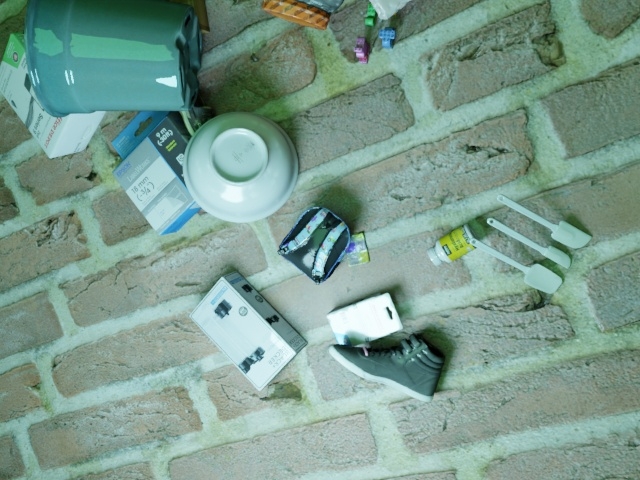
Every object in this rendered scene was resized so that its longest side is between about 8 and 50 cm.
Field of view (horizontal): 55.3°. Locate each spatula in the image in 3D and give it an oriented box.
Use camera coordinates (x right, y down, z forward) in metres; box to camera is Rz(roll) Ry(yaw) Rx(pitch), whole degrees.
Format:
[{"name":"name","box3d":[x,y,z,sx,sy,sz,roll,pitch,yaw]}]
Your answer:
[{"name":"spatula","box3d":[0.479,0.007,1.411,0.242,0.019,0.168,27,110,-6]}]

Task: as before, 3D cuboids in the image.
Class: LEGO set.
[{"name":"LEGO set","box3d":[0.138,-0.538,1.443,0.087,0.093,0.227,10,101,17]}]

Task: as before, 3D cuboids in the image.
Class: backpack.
[{"name":"backpack","box3d":[0.000,0.000,1.555,0.158,0.117,0.173,38,108,11]}]

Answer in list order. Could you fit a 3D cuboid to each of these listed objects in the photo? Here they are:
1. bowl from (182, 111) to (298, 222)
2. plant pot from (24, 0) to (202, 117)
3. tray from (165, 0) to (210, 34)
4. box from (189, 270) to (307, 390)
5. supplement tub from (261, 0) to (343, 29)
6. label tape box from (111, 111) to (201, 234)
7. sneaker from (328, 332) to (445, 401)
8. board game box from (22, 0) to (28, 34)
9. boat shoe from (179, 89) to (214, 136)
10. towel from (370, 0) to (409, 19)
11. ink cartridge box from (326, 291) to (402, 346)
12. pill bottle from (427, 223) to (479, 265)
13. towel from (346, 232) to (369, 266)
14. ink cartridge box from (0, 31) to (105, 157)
[{"name":"bowl","box3d":[-0.201,-0.196,1.526,0.298,0.134,0.297,0,86,-5]},{"name":"plant pot","box3d":[-0.481,-0.457,1.499,0.334,0.341,0.340,6,100,0]},{"name":"tray","box3d":[-0.514,-0.628,1.666,0.411,0.076,0.202,-7,96,19]},{"name":"box","box3d":[-0.198,0.245,1.675,0.290,0.087,0.169,46,109,8]},{"name":"supplement tub","box3d":[-0.015,-0.680,1.415,0.207,0.207,0.337,21,105,15]},{"name":"label tape box","box3d":[-0.442,-0.217,1.683,0.241,0.106,0.333,-40,84,19]},{"name":"sneaker","box3d":[0.176,0.281,1.525,0.296,0.104,0.146,23,101,-7]},{"name":"board game box","box3d":[-0.692,-0.592,1.604,0.048,0.170,0.141,18,104,14]},{"name":"boat shoe","box3d":[-0.323,-0.337,1.639,0.073,0.080,0.223,-35,81,25]},{"name":"towel","box3d":[0.176,-0.708,1.315,0.332,0.053,0.317,-40,112,1]},{"name":"ink cartridge box","box3d":[0.119,0.203,1.574,0.180,0.060,0.104,-22,89,21]},{"name":"pill bottle","box3d":[0.320,0.014,1.475,0.116,0.065,0.065,-33,87,21]},{"name":"towel","box3d":[0.092,0.024,1.584,0.060,0.009,0.083,-9,95,21]},{"name":"ink cartridge box","box3d":[-0.766,-0.412,1.728,0.289,0.122,0.211,52,130,6]}]
